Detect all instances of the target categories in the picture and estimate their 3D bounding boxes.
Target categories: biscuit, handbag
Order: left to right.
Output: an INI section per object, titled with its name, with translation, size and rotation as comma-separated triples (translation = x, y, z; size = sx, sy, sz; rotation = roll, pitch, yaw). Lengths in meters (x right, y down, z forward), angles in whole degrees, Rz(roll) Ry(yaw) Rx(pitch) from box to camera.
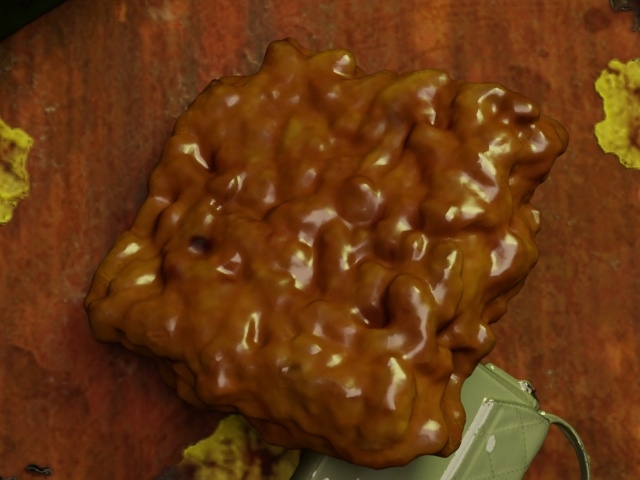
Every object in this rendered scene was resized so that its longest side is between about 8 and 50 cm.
[biscuit]
translation = 0.000, 0.000, 1.150
size = 0.318, 0.110, 0.312
rotation = 17, 70, 26
[handbag]
translation = 0.088, 0.211, 1.167
size = 0.219, 0.079, 0.256
rotation = 35, 73, -4

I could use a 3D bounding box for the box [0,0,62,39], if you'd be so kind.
[box]
translation = -0.272, -0.294, 1.200
size = 0.328, 0.178, 0.253
rotation = -34, 84, -17
